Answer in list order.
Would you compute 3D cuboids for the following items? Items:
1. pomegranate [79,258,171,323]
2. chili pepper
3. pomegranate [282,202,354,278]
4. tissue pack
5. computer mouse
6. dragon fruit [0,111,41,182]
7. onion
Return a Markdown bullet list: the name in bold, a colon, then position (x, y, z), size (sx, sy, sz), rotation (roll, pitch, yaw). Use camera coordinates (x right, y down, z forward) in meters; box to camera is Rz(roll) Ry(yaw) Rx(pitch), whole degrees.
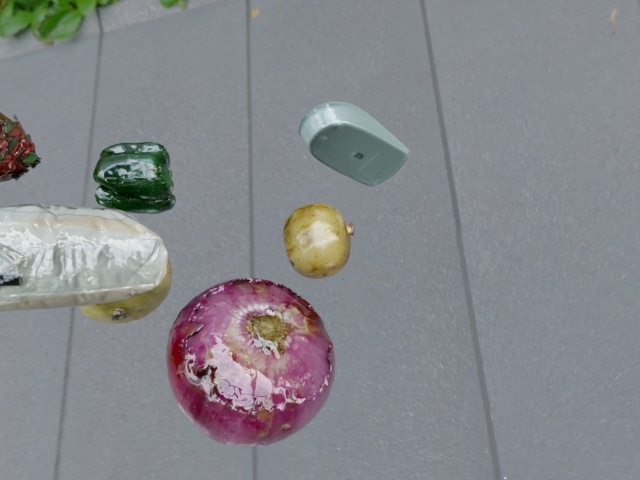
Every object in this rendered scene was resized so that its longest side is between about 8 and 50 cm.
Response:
- **pomegranate**: position (-0.645, 0.112, 1.924), size (0.332, 0.332, 0.333), rotation (-6, 67, 15)
- **chili pepper**: position (-0.610, -0.204, 1.965), size (0.256, 0.234, 0.249), rotation (-2, 22, -12)
- **pomegranate**: position (0.000, 0.000, 1.704), size (0.215, 0.215, 0.216), rotation (-6, 67, 15)
- **tissue pack**: position (-0.503, 0.024, 1.191), size (0.389, 0.375, 0.195), rotation (-1, 93, -21)
- **computer mouse**: position (0.064, -0.190, 1.152), size (0.127, 0.230, 0.079), rotation (-35, 43, 36)
- **dragon fruit**: position (-0.812, -0.236, 1.478), size (0.182, 0.189, 0.182), rotation (-12, 44, 12)
- **onion**: position (-0.163, 0.259, 1.268), size (0.344, 0.358, 0.359), rotation (-32, 59, 36)
